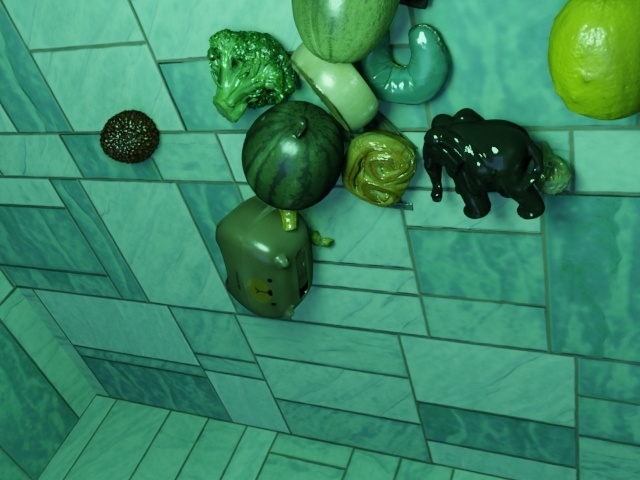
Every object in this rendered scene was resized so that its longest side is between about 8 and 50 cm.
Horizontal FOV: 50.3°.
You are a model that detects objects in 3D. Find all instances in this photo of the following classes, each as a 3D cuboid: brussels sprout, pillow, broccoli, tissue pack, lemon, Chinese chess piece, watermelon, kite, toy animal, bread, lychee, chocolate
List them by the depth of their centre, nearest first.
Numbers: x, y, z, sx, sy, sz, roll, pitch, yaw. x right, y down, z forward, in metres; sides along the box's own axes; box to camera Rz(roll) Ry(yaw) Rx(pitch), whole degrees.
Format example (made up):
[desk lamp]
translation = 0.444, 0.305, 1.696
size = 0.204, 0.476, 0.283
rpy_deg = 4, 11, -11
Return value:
[lemon]
translation = 0.592, -0.388, 1.392
size = 0.260, 0.261, 0.284
rpy_deg = -19, 125, 40
[pillow]
translation = 0.201, -0.435, 1.682
size = 0.233, 0.086, 0.214
rpy_deg = 9, 131, 18
[Chinese chess piece]
translation = 0.035, -0.389, 1.697
size = 0.104, 0.257, 0.257
rpy_deg = -42, 111, 4
[toy animal]
translation = 0.585, -0.181, 1.744
size = 0.098, 0.137, 0.098
rpy_deg = -12, 168, -2
[broccoli]
translation = -0.190, -0.433, 1.798
size = 0.269, 0.242, 0.261
rpy_deg = 34, 170, 39
[watermelon]
translation = -0.072, -0.231, 1.848
size = 0.278, 0.279, 0.359
rpy_deg = 27, 152, 1
[bread]
translation = 0.160, -0.204, 1.895
size = 0.198, 0.120, 0.236
rpy_deg = 24, 139, 1
[kite]
translation = 0.112, -0.288, 1.932
size = 0.335, 0.011, 0.314
rpy_deg = 10, 136, 20
[chocolate]
translation = -0.104, -0.138, 2.062
size = 0.085, 0.085, 0.220
rpy_deg = -5, 87, 32
[lychee]
translation = -0.608, -0.324, 2.163
size = 0.188, 0.188, 0.188
rpy_deg = 15, 137, 14
[tissue pack]
translation = -0.163, 0.064, 2.226
size = 0.276, 0.267, 0.387
rpy_deg = 26, 141, 25
[brussels sprout]
translation = 0.001, 0.001, 2.258
size = 0.083, 0.046, 0.051
rpy_deg = 27, 156, -1

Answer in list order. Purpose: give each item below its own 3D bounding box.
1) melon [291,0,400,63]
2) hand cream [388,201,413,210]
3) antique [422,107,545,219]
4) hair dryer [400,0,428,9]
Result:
[melon]
translation = 0.056, -0.553, 1.483
size = 0.248, 0.248, 0.330
rpy_deg = 13, 99, 16
[hand cream]
translation = 0.232, -0.103, 2.049
size = 0.093, 0.019, 0.030
rpy_deg = 8, 137, 18
[antique]
translation = 0.408, -0.199, 1.733
size = 0.322, 0.185, 0.255
rpy_deg = 4, 138, 36
[hair dryer]
translation = 0.302, -0.583, 1.494
size = 0.248, 0.078, 0.196
rpy_deg = 15, 139, 7
